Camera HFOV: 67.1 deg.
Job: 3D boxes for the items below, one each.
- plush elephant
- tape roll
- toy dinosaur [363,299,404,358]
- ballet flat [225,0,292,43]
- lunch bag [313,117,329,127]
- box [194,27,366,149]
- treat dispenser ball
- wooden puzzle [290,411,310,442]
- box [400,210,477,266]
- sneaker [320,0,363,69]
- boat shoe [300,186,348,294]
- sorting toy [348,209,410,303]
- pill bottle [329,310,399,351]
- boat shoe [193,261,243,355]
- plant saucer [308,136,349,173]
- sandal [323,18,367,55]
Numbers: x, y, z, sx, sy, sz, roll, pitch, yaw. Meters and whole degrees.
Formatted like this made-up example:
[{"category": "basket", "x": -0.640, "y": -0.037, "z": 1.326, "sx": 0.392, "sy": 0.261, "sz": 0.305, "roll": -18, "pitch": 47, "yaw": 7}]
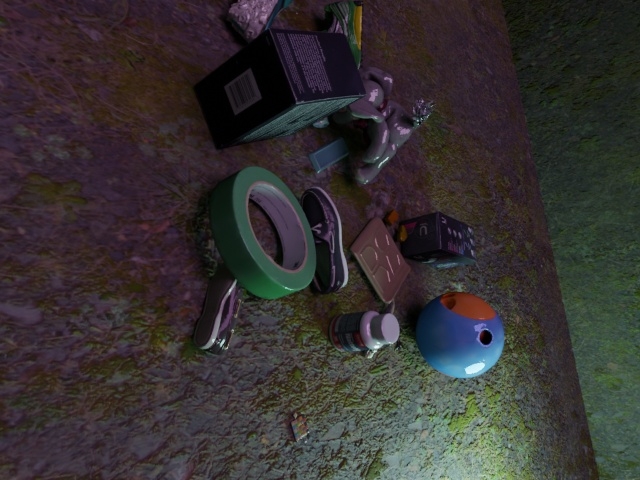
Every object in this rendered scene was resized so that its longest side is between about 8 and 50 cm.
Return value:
[{"category": "plush elephant", "x": 0.160, "y": -0.389, "z": 1.527, "sx": 0.255, "sy": 0.330, "sz": 0.271, "roll": 38, "pitch": 46, "yaw": -8}, {"category": "tape roll", "x": -0.130, "y": -0.020, "z": 1.171, "sx": 0.321, "sy": 0.077, "sz": 0.321, "roll": 44, "pitch": 33, "yaw": -39}, {"category": "toy dinosaur", "x": 0.218, "y": 0.279, "z": 1.542, "sx": 0.118, "sy": 0.064, "sz": 0.268, "roll": 46, "pitch": 45, "yaw": -20}, {"category": "ballet flat", "x": -0.151, "y": -0.728, "z": 1.399, "sx": 0.147, "sy": 0.147, "sz": 0.408, "roll": 45, "pitch": 49, "yaw": -29}, {"category": "lunch bag", "x": -0.007, "y": -0.392, "z": 1.504, "sx": 0.083, "sy": 0.053, "sz": 0.071, "roll": -21, "pitch": 94, "yaw": -74}, {"category": "box", "x": -0.099, "y": -0.379, "z": 1.218, "sx": 0.294, "sy": 0.296, "sz": 0.182, "roll": -25, "pitch": 96, "yaw": -49}, {"category": "treat dispenser ball", "x": 0.467, "y": 0.316, "z": 1.627, "sx": 0.288, "sy": 0.288, "sz": 0.288, "roll": 17, "pitch": 66, "yaw": -44}, {"category": "wooden puzzle", "x": -0.053, "y": 0.474, "z": 1.221, "sx": 0.049, "sy": 0.006, "sz": 0.083, "roll": -15, "pitch": 90, "yaw": -49}, {"category": "box", "x": 0.439, "y": 0.005, "z": 1.786, "sx": 0.270, "sy": 0.165, "sz": 0.143, "roll": 17, "pitch": 67, "yaw": -44}, {"category": "sneaker", "x": 0.067, "y": -0.628, "z": 1.625, "sx": 0.134, "sy": 0.147, "sz": 0.343, "roll": 87, "pitch": 4, "yaw": -88}, {"category": "boat shoe", "x": 0.000, "y": 0.000, "z": 1.345, "sx": 0.091, "sy": 0.114, "sz": 0.302, "roll": -21, "pitch": 93, "yaw": -54}, {"category": "sorting toy", "x": 0.219, "y": 0.038, "z": 1.636, "sx": 0.229, "sy": 0.041, "sz": 0.307, "roll": 55, "pitch": 44, "yaw": -14}, {"category": "pill bottle", "x": 0.123, "y": 0.253, "z": 1.350, "sx": 0.108, "sy": 0.180, "sz": 0.107, "roll": 18, "pitch": 65, "yaw": -43}, {"category": "boat shoe", "x": -0.216, "y": 0.144, "z": 1.093, "sx": 0.069, "sy": 0.081, "sz": 0.227, "roll": 41, "pitch": 54, "yaw": -41}, {"category": "plant saucer", "x": 0.032, "y": -0.277, "z": 1.539, "sx": 0.192, "sy": 0.018, "sz": 0.067, "roll": -39, "pitch": 107, "yaw": -45}, {"category": "sandal", "x": 0.102, "y": -0.730, "z": 1.722, "sx": 0.219, "sy": 0.060, "sz": 0.089, "roll": 24, "pitch": 62, "yaw": -41}]
